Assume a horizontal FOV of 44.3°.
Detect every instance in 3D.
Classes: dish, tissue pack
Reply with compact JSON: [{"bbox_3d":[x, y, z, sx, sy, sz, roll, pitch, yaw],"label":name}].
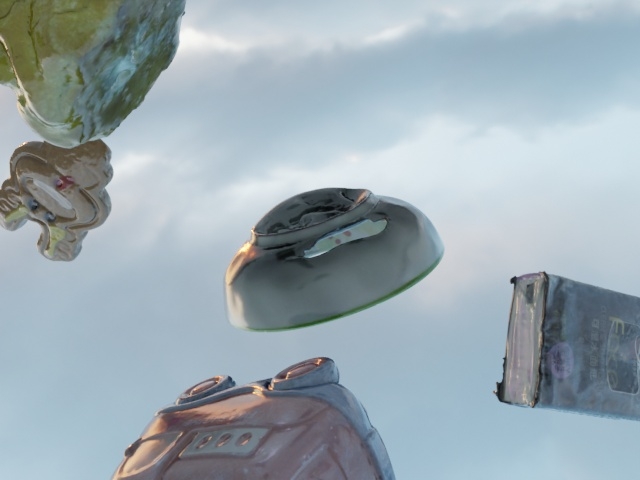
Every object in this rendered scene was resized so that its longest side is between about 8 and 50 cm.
[{"bbox_3d":[0.000,0.000,1.097,0.324,0.124,0.324,-18,-165,5],"label":"dish"},{"bbox_3d":[0.519,0.216,1.552,0.122,0.361,0.259,-7,-108,58],"label":"tissue pack"}]

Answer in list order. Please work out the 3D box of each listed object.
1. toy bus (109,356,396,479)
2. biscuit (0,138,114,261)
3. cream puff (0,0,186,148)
[{"bbox_3d":[-0.081,0.254,0.762,0.294,0.197,0.232,-15,-172,33],"label":"toy bus"},{"bbox_3d":[-0.434,-0.076,1.282,0.295,0.186,0.044,-47,-167,40],"label":"biscuit"},{"bbox_3d":[-0.154,-0.140,0.473,0.146,0.116,0.146,-53,177,-4],"label":"cream puff"}]
